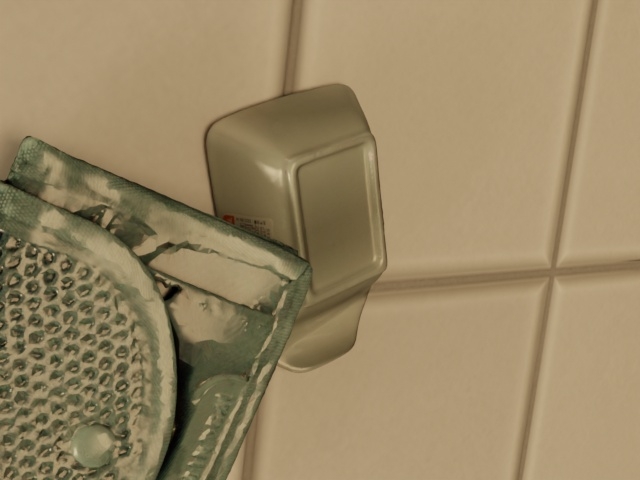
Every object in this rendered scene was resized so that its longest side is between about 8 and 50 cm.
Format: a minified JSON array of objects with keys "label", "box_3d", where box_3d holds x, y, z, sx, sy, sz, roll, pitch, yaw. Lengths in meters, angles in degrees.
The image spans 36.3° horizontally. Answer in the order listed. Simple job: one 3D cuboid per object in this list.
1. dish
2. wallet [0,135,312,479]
[{"label":"dish","box_3d":[0.000,0.000,0.797,0.154,0.064,0.234,-24,118,-36]},{"label":"wallet","box_3d":[-0.162,0.129,0.665,0.237,0.075,0.342,24,89,-32]}]
